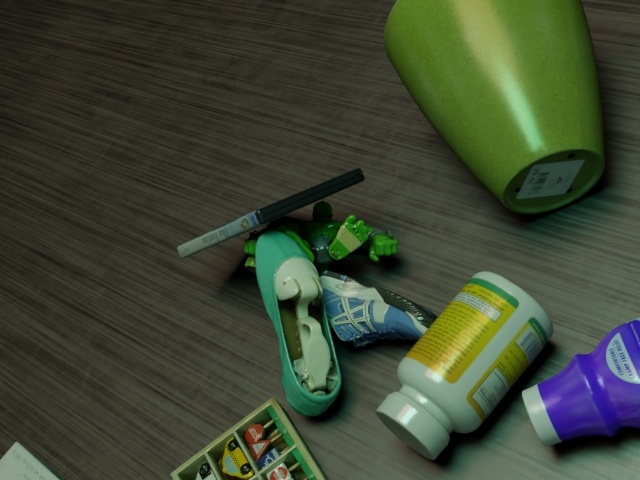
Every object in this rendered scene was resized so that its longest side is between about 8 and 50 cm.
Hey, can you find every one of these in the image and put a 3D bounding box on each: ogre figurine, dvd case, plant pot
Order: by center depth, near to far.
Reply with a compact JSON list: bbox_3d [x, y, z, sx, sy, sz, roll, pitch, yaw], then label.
[{"bbox_3d":[0.254,-0.190,1.474,0.274,0.275,0.294,-24,58,14],"label":"plant pot"},{"bbox_3d":[0.000,0.000,1.540,0.197,0.097,0.118,-20,8,3],"label":"ogre figurine"},{"bbox_3d":[-0.073,-0.036,1.566,0.180,0.022,0.253,-24,2,-33],"label":"dvd case"}]

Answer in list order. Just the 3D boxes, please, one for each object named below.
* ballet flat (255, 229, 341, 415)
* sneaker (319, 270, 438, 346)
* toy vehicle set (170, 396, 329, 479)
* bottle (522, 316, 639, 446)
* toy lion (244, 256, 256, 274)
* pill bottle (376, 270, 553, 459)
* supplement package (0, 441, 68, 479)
[{"bbox_3d":[-0.020,0.097,1.418,0.087,0.083,0.247,-31,68,59],"label":"ballet flat"},{"bbox_3d":[0.071,0.103,1.447,0.211,0.080,0.081,15,78,46],"label":"sneaker"},{"bbox_3d":[-0.065,0.326,1.348,0.166,0.035,0.267,-37,41,-2],"label":"toy vehicle set"},{"bbox_3d":[0.357,0.137,1.191,0.282,0.092,0.118,-24,43,14],"label":"bottle"},{"bbox_3d":[-0.053,0.051,1.550,0.100,0.096,0.034,13,74,41],"label":"toy lion"},{"bbox_3d":[0.163,0.147,1.298,0.208,0.117,0.117,-49,42,-14],"label":"pill bottle"},{"bbox_3d":[-0.377,0.432,1.357,0.177,0.175,0.293,23,68,44],"label":"supplement package"}]
